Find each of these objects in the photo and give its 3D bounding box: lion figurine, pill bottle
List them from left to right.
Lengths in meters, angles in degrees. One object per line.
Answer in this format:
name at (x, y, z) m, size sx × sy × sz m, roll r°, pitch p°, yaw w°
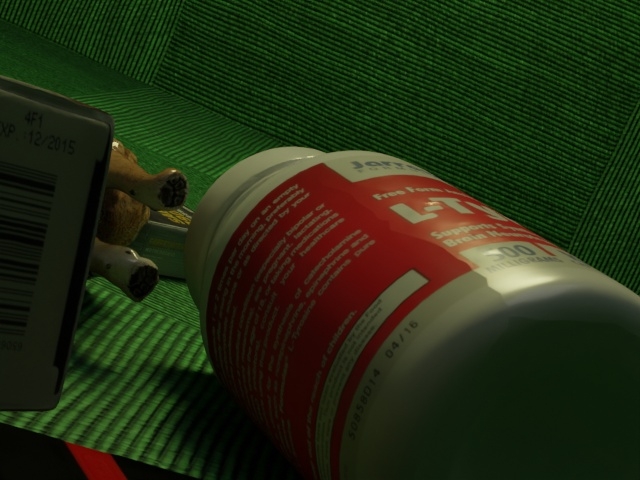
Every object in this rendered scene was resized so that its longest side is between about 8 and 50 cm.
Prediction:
lion figurine at (-0.265, -0.030, 1.114) m, size 0.240 × 0.142 × 0.392 m, roll 21°, pitch 9°, yaw 41°
pill bottle at (0.052, 0.069, 1.031) m, size 0.229 × 0.229 × 0.407 m, roll 19°, pitch 9°, yaw -30°

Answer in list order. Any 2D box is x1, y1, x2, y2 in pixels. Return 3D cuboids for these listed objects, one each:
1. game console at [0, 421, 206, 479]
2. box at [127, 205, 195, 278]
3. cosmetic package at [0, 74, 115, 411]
game console at (-0.066, 0.185, 0.612) m, size 0.342 × 0.060 × 0.386 m, roll 23°, pitch 8°, yaw -31°
box at (-0.224, -0.034, 1.525) m, size 0.231 × 0.056 × 0.183 m, roll 29°, pitch 9°, yaw 36°
cosmetic package at (-0.262, -0.017, 0.716) m, size 0.296 × 0.153 × 0.129 m, roll 11°, pitch -2°, yaw 32°
